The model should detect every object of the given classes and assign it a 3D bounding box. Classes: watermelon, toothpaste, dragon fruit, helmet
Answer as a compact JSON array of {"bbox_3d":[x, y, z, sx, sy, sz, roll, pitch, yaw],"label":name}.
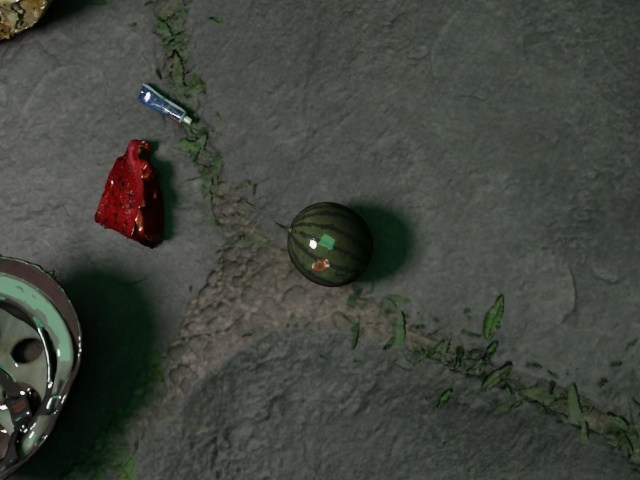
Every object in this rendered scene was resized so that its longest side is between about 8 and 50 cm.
[{"bbox_3d":[0.000,0.000,1.746,0.133,0.105,0.105,24,88,-11],"label":"watermelon"},{"bbox_3d":[-0.203,-0.175,1.826,0.083,0.019,0.027,31,106,11],"label":"toothpaste"},{"bbox_3d":[-0.238,-0.064,1.797,0.097,0.063,0.131,18,87,6],"label":"dragon fruit"},{"bbox_3d":[-0.416,0.168,1.740,0.225,0.177,0.305,33,82,1],"label":"helmet"}]

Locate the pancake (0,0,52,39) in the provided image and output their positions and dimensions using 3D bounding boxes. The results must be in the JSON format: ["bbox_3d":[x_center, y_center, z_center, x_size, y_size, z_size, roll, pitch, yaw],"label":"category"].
[{"bbox_3d":[-0.493,-0.371,1.707,0.382,0.382,0.071,5,55,6],"label":"pancake"}]
